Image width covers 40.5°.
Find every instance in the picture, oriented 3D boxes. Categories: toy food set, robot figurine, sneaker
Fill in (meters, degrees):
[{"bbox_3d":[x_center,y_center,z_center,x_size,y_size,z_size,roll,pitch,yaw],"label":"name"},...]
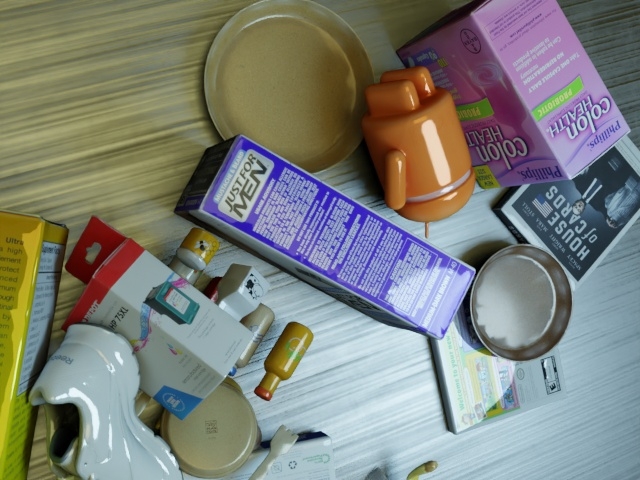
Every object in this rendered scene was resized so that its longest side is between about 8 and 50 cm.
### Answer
[{"bbox_3d":[-0.121,0.093,1.062,0.232,0.111,0.104,49,61,-38],"label":"toy food set"},{"bbox_3d":[0.129,-0.116,1.146,0.128,0.158,0.219,-20,114,5],"label":"robot figurine"},{"bbox_3d":[-0.252,0.243,0.993,0.129,0.111,0.297,-52,129,-53],"label":"sneaker"},{"bbox_3d":[-0.138,0.235,1.092,0.192,0.038,0.132,40,62,-1],"label":"toy food set"}]

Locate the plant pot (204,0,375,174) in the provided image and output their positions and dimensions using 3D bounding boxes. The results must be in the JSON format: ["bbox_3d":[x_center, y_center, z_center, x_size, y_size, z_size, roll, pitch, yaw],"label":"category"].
[{"bbox_3d":[-0.041,-0.202,1.150,0.236,0.032,0.236,0,91,-20],"label":"plant pot"}]

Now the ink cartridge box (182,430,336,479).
[{"bbox_3d":[-0.082,0.378,1.125,0.223,0.045,0.223,-7,93,-18],"label":"ink cartridge box"}]

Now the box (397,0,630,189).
[{"bbox_3d":[0.249,-0.202,1.154,0.117,0.213,0.243,-38,102,-16],"label":"box"}]

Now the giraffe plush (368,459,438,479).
[{"bbox_3d":[0.148,0.418,1.153,0.181,0.210,0.170,-35,120,12],"label":"giraffe plush"}]

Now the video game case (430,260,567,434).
[{"bbox_3d":[0.254,0.152,1.255,0.193,0.023,0.212,-14,95,-19],"label":"video game case"}]

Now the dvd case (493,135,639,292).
[{"bbox_3d":[0.392,-0.066,1.301,0.179,0.029,0.238,46,76,-13],"label":"dvd case"}]

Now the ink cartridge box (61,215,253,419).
[{"bbox_3d":[-0.210,0.092,1.011,0.231,0.134,0.078,38,45,-4],"label":"ink cartridge box"}]

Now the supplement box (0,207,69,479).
[{"bbox_3d":[-0.404,0.138,0.921,0.195,0.194,0.356,9,86,-8],"label":"supplement box"}]

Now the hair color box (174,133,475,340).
[{"bbox_3d":[0.000,0.000,1.082,0.339,0.185,0.110,30,82,-16],"label":"hair color box"}]

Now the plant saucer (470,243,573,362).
[{"bbox_3d":[0.282,0.089,1.236,0.169,0.029,0.168,0,89,-19],"label":"plant saucer"}]
